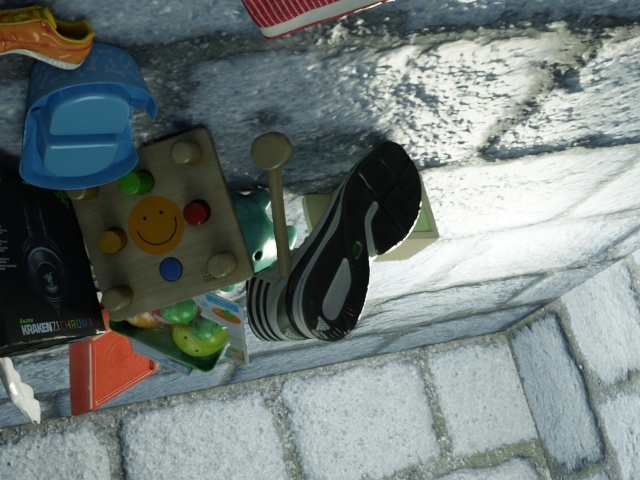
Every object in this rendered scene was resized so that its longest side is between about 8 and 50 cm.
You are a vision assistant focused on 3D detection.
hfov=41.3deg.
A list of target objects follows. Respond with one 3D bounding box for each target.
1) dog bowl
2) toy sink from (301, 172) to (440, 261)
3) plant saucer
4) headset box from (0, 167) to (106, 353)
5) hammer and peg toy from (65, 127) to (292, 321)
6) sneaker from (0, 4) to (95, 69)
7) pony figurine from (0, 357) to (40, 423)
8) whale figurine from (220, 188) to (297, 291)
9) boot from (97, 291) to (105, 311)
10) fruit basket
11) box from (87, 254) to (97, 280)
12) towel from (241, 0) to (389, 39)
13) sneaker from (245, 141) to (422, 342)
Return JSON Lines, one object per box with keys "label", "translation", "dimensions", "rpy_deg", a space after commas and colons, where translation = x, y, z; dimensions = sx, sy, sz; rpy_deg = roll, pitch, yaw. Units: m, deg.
{"label": "dog bowl", "translation": [-0.326, -0.166, 1.164], "dimensions": [0.165, 0.074, 0.297], "rpy_deg": [-6, 160, -25]}
{"label": "toy sink", "translation": [0.103, -0.048, 1.717], "dimensions": [0.234, 0.153, 0.131], "rpy_deg": [-1, 157, -33]}
{"label": "plant saucer", "translation": [-0.469, 0.263, 1.985], "dimensions": [0.259, 0.047, 0.259], "rpy_deg": [-31, 138, -47]}
{"label": "headset box", "translation": [-0.473, 0.029, 1.285], "dimensions": [0.131, 0.283, 0.246], "rpy_deg": [-18, 172, 17]}
{"label": "hammer and peg toy", "translation": [-0.206, -0.033, 1.348], "dimensions": [0.361, 0.266, 0.127], "rpy_deg": [-17, -179, 10]}
{"label": "sneaker", "translation": [-0.343, -0.244, 0.968], "dimensions": [0.175, 0.064, 0.067], "rpy_deg": [-4, 140, -44]}
{"label": "pony figurine", "translation": [-0.663, 0.182, 1.693], "dimensions": [0.363, 0.303, 0.351], "rpy_deg": [1, 153, 1]}
{"label": "whale figurine", "translation": [-0.131, 0.009, 1.630], "dimensions": [0.141, 0.216, 0.272], "rpy_deg": [28, -173, 39]}
{"label": "boot", "translation": [-0.516, 0.228, 2.016], "dimensions": [0.088, 0.176, 0.244], "rpy_deg": [-10, 161, -9]}
{"label": "fruit basket", "translation": [-0.291, 0.133, 1.615], "dimensions": [0.326, 0.166, 0.353], "rpy_deg": [23, 162, 7]}
{"label": "box", "translation": [-0.424, 0.026, 1.687], "dimensions": [0.220, 0.051, 0.175], "rpy_deg": [-11, 162, -13]}
{"label": "towel", "translation": [0.004, -0.341, 0.960], "dimensions": [0.236, 0.037, 0.329], "rpy_deg": [-16, 162, 6]}
{"label": "sneaker", "translation": [-0.001, 0.000, 1.541], "dimensions": [0.257, 0.448, 0.169], "rpy_deg": [-13, 125, 45]}
